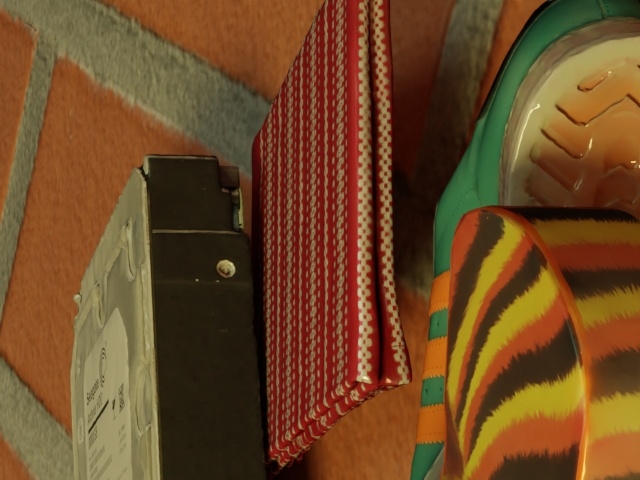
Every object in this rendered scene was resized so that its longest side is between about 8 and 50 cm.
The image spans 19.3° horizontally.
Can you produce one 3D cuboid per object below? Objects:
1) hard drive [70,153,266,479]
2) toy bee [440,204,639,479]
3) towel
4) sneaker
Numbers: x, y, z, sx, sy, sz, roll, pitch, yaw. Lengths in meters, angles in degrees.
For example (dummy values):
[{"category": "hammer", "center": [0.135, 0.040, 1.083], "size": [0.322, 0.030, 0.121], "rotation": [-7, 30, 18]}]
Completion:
[{"category": "hard drive", "center": [-0.085, 0.151, 1.023], "size": [0.237, 0.064, 0.339], "rotation": [129, 141, -64]}, {"category": "toy bee", "center": [0.095, 0.145, 0.627], "size": [0.162, 0.195, 0.298], "rotation": [32, 140, 58]}, {"category": "towel", "center": [0.000, 0.000, 0.903], "size": [0.275, 0.031, 0.199], "rotation": [128, 143, -72]}, {"category": "sneaker", "center": [0.093, 0.046, 0.752], "size": [0.121, 0.108, 0.302], "rotation": [-95, 15, -67]}]
